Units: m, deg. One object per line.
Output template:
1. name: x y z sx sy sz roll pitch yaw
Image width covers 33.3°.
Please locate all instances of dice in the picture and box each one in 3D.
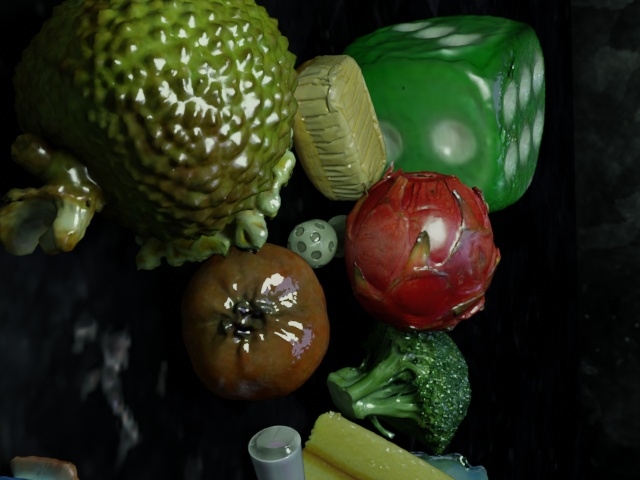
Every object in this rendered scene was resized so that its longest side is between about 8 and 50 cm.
1. dice: 0.206 -0.213 1.794 0.297 0.300 0.287 -42 130 -57

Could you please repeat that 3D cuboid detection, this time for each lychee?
1. lychee: -0.167 -0.127 1.048 0.320 0.269 0.270 -27 115 -50

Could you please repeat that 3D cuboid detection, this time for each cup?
1. cup: -0.058 0.319 1.526 0.104 0.074 0.116 -103 -178 -61

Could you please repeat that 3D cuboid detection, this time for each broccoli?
1. broccoli: 0.134 0.225 1.758 0.241 0.269 0.262 -22 114 -25

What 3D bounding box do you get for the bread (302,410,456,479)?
1. bread: 0.149 0.432 1.614 0.233 0.361 0.245 -59 144 -46

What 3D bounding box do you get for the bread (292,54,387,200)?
1. bread: 0.020 -0.170 1.625 0.140 0.106 0.236 -63 144 -41

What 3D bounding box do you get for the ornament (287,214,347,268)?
1. ornament: 0.000 0.000 1.631 0.075 0.081 0.156 -57 164 20

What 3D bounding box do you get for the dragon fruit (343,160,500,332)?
1. dragon fruit: 0.149 0.017 1.593 0.241 0.241 0.252 -50 162 -53

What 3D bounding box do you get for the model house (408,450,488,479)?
1. model house: 0.181 0.544 1.921 0.241 0.225 0.261 118 -33 -51

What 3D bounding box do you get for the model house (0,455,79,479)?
1. model house: -0.247 0.338 0.938 0.329 0.251 0.295 -50 134 -62

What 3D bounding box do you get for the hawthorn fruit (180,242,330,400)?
1. hawthorn fruit: -0.071 0.107 1.368 0.251 0.199 0.200 33 60 -76

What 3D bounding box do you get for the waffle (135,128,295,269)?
1. waffle: -0.120 -0.072 1.205 0.054 0.223 0.204 42 50 -42
